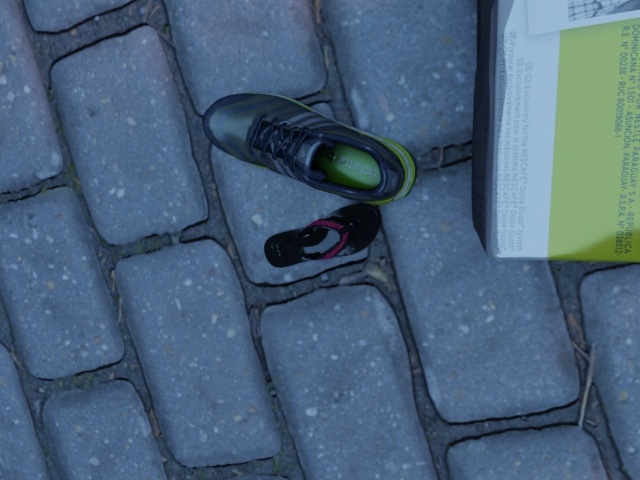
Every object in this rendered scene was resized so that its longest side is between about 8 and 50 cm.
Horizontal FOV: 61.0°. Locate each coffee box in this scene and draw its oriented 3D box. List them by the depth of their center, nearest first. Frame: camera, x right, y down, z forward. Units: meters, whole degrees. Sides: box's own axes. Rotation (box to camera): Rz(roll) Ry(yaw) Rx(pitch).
[{"bbox_3d":[0.324,-0.164,0.513,0.334,0.337,0.338,1,98,13],"label":"coffee box"}]

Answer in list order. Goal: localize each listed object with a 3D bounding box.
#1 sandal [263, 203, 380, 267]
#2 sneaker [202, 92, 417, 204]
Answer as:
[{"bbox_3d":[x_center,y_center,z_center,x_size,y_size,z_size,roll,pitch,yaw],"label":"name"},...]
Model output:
[{"bbox_3d":[0.000,0.000,0.766,0.179,0.040,0.067,-19,93,15],"label":"sandal"},{"bbox_3d":[-0.022,-0.126,0.711,0.300,0.121,0.111,17,101,10],"label":"sneaker"}]
